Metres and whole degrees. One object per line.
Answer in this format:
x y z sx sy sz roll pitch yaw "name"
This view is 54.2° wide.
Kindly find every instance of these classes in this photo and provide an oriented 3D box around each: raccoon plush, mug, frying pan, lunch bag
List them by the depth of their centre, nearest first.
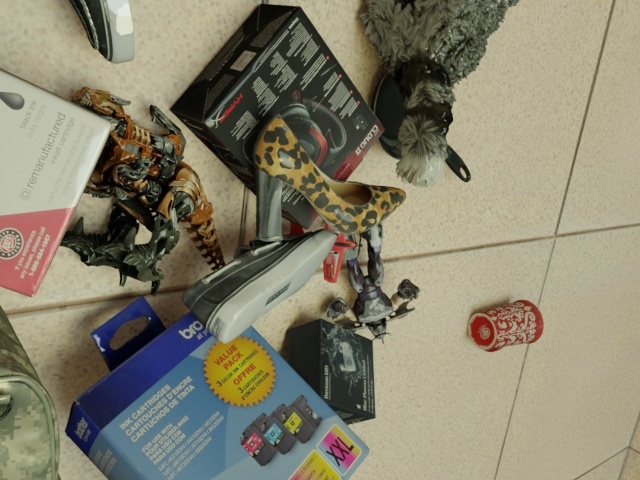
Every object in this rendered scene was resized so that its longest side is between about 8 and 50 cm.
-0.415 0.184 0.683 0.212 0.305 0.256 9 106 -44 "lunch bag"
0.231 -0.326 1.081 0.299 0.216 0.447 -8 113 -43 "raccoon plush"
0.209 -0.239 1.199 0.326 0.053 0.197 10 101 -43 "frying pan"
0.458 0.232 1.569 0.169 0.113 0.150 -4 109 -35 "mug"

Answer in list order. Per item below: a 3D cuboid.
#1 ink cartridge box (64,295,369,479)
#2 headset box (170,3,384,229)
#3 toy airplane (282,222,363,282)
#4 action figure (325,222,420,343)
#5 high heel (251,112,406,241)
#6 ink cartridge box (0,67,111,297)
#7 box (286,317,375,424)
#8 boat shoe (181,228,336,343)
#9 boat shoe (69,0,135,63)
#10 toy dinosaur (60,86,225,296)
-0.165 0.264 0.894 0.270 0.395 0.151 -40 171 -41 "ink cartridge box"
-0.047 -0.175 0.968 0.218 0.110 0.293 -53 132 -9 "headset box"
0.000 0.000 1.085 0.028 0.151 0.151 -55 151 -67 "toy airplane"
0.088 0.079 1.190 0.185 0.099 0.285 -19 113 -13 "action figure"
0.026 -0.104 0.914 0.261 0.093 0.186 -12 124 -25 "high heel"
-0.390 -0.091 0.642 0.283 0.117 0.207 24 92 -21 "ink cartridge box"
0.019 0.248 1.160 0.158 0.093 0.156 28 50 -40 "box"
-0.085 0.041 0.949 0.301 0.102 0.108 -37 160 -46 "boat shoe"
-0.299 -0.341 0.688 0.104 0.113 0.306 -26 120 -22 "boat shoe"
-0.228 -0.052 0.852 0.322 0.164 0.218 39 65 -24 "toy dinosaur"
